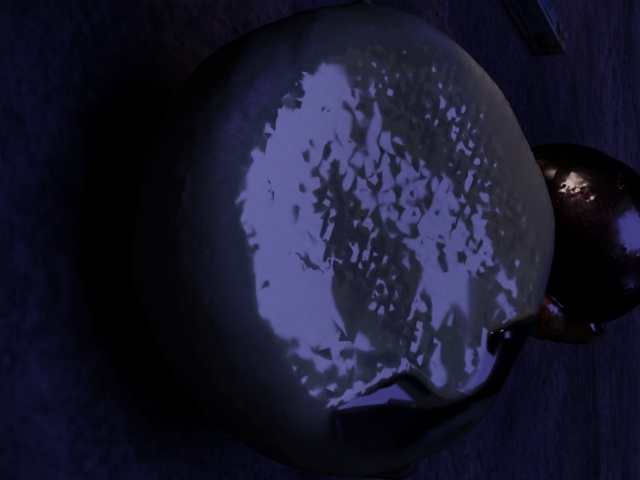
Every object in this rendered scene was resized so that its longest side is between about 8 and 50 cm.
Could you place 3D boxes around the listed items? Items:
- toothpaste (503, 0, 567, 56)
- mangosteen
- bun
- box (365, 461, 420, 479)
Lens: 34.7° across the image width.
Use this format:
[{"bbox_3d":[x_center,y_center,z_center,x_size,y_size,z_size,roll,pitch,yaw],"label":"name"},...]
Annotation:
[{"bbox_3d":[0.270,-0.286,1.299,0.164,0.046,0.034,37,59,-56],"label":"toothpaste"},{"bbox_3d":[0.238,0.020,1.066,0.250,0.211,0.211,-54,142,-7],"label":"mangosteen"},{"bbox_3d":[0.000,0.000,0.628,0.283,0.179,0.283,3,85,-38],"label":"bun"},{"bbox_3d":[0.037,0.115,0.764,0.031,0.091,0.126,51,43,-58],"label":"box"}]
